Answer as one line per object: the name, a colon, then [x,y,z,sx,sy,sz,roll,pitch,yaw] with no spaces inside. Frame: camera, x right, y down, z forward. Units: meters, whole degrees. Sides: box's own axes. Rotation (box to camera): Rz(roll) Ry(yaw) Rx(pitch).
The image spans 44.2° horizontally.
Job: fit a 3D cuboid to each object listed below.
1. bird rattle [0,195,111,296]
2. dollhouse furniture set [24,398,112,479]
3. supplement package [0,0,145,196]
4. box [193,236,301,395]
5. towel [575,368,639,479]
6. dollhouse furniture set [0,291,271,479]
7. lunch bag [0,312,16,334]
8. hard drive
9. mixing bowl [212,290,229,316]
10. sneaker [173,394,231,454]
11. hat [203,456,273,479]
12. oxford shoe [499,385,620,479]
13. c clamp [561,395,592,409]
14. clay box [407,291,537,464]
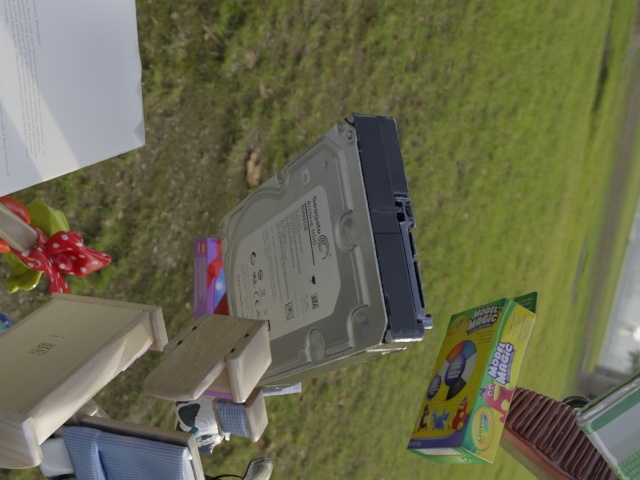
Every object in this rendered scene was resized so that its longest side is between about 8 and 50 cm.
bird rattle: [-0.422,0.004,1.088,0.207,0.253,0.143,42,81,-23]
dollhouse furniture set: [-0.305,0.300,0.943,0.151,0.144,0.123,-41,-171,8]
supplement package: [-0.311,-0.152,0.736,0.293,0.175,0.178,-46,137,-69]
box: [-0.132,0.140,1.445,0.200,0.057,0.294,1,89,-36]
towel: [0.274,0.153,0.571,0.113,0.152,0.023,-39,-176,14]
dollhouse furniture set: [-0.200,0.239,0.770,0.198,0.286,0.304,-46,136,-55]
lunch bag: [-0.590,0.259,1.527,0.090,0.219,0.176,-45,163,-50]
hard drive: [-0.015,0.033,0.893,0.064,0.339,0.237,1,73,-32]
mixing bowl: [-0.077,0.100,1.235,0.181,0.181,0.098,-5,110,-68]
sneaker: [-0.167,0.262,1.152,0.235,0.094,0.153,-132,-140,-71]
hat: [-0.216,0.490,1.373,0.331,0.133,0.331,-60,167,-24]
oxford shoe: [0.325,0.316,0.972,0.123,0.348,0.130,-26,144,-44]
c clamp: [0.476,0.344,1.416,0.022,0.137,0.161,-46,159,-42]
clay box: [0.189,0.161,0.970,0.127,0.053,0.222,-34,-150,62]
